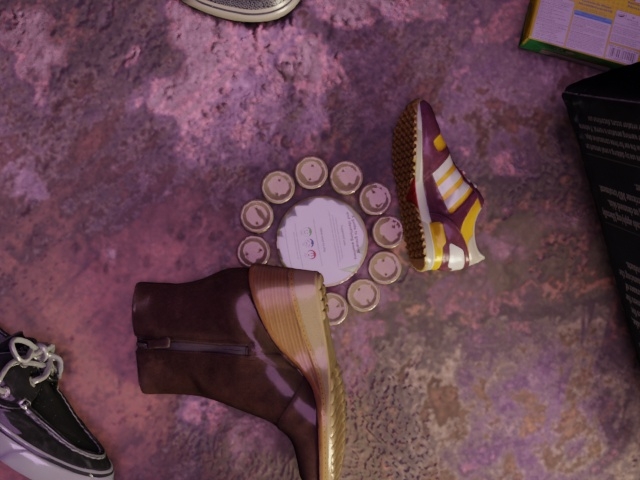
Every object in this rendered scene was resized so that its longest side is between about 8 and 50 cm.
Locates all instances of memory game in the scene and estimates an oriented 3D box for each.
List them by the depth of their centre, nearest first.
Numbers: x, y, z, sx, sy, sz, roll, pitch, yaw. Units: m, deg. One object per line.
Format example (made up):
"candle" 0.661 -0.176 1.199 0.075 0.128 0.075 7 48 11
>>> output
"memory game" 0.000 0.000 1.457 0.186 0.012 0.186 0 87 -3

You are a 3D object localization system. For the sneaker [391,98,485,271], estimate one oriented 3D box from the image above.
"sneaker" 0.130 -0.060 1.447 0.084 0.069 0.185 -4 88 -19

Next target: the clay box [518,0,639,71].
"clay box" 0.306 -0.303 1.471 0.127 0.053 0.222 16 85 -2

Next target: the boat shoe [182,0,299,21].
"boat shoe" -0.166 -0.347 1.392 0.340 0.158 0.127 30 86 -1

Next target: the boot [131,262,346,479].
"boot" -0.085 0.150 1.424 0.207 0.090 0.248 -7 94 11

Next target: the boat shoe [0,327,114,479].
"boat shoe" -0.320 0.137 1.381 0.306 0.113 0.105 39 100 8

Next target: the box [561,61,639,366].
"box" 0.551 0.010 1.311 0.480 0.297 0.472 -19 102 -4
